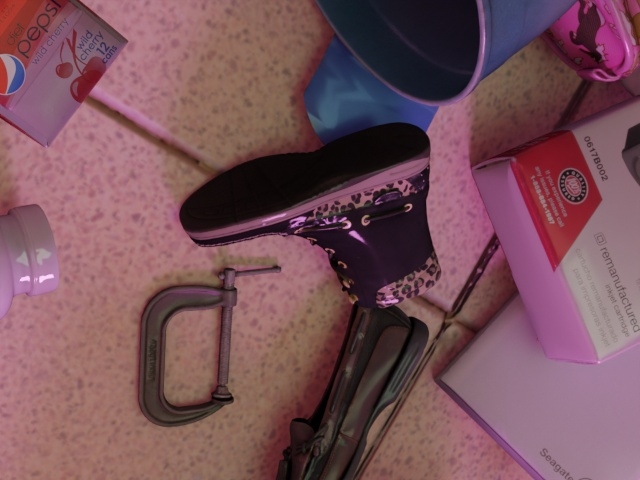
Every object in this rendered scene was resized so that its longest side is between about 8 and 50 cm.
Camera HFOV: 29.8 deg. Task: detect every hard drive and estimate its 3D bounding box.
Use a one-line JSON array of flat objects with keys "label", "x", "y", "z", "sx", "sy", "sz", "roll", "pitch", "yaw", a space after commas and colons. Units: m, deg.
[{"label": "hard drive", "x": 0.327, "y": 0.105, "z": 1.306, "sx": 0.233, "sy": 0.047, "sz": 0.353, "roll": 44, "pitch": 80, "yaw": 2}]

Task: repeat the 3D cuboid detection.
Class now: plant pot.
[{"label": "plant pot", "x": 0.139, "y": -0.293, "z": 1.005, "sx": 0.255, "sy": 0.271, "sz": 0.272, "roll": -34, "pitch": 119, "yaw": -18}]

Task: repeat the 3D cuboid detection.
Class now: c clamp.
[{"label": "c clamp", "x": -0.107, "y": 0.101, "z": 1.137, "sx": 0.137, "sy": 0.022, "sz": 0.161, "roll": 3, "pitch": 103, "yaw": -31}]

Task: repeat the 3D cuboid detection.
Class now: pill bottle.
[{"label": "pill bottle", "x": -0.307, "y": 0.025, "z": 0.951, "sx": 0.184, "sy": 0.103, "sz": 0.103, "roll": -13, "pitch": 111, "yaw": -26}]

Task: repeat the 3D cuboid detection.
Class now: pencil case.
[{"label": "pencil case", "x": 0.375, "y": -0.318, "z": 1.208, "sx": 0.386, "sy": 0.167, "sz": 0.160, "roll": -37, "pitch": 157, "yaw": -15}]

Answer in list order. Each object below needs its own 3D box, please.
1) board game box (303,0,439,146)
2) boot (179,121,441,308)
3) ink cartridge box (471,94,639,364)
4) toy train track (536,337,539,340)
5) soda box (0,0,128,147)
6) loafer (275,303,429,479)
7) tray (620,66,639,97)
[{"label": "board game box", "x": 0.053, "y": -0.153, "z": 1.146, "sx": 0.133, "sy": 0.033, "sz": 0.169, "roll": 28, "pitch": 88, "yaw": -27}, {"label": "boot", "x": 0.001, "y": 0.001, "z": 1.128, "sx": 0.236, "sy": 0.085, "sz": 0.179, "roll": -18, "pitch": 132, "yaw": -4}, {"label": "ink cartridge box", "x": 0.341, "y": -0.035, "z": 1.225, "sx": 0.306, "sy": 0.131, "sz": 0.226, "roll": -24, "pitch": 91, "yaw": -11}, {"label": "toy train track", "x": 0.251, "y": 0.069, "z": 1.273, "sx": 0.048, "sy": 0.014, "sz": 0.083, "roll": 26, "pitch": 80, "yaw": -1}, {"label": "soda box", "x": -0.233, "y": -0.146, "z": 0.845, "sx": 0.083, "sy": 0.263, "sz": 0.092, "roll": 38, "pitch": 84, "yaw": -32}, {"label": "loafer", "x": 0.007, "y": 0.178, "z": 1.199, "sx": 0.084, "sy": 0.096, "sz": 0.267, "roll": 34, "pitch": 80, "yaw": -13}, {"label": "tray", "x": 0.443, "y": -0.166, "z": 1.365, "sx": 0.270, "sy": 0.030, "sz": 0.145, "roll": 36, "pitch": 85, "yaw": -33}]
